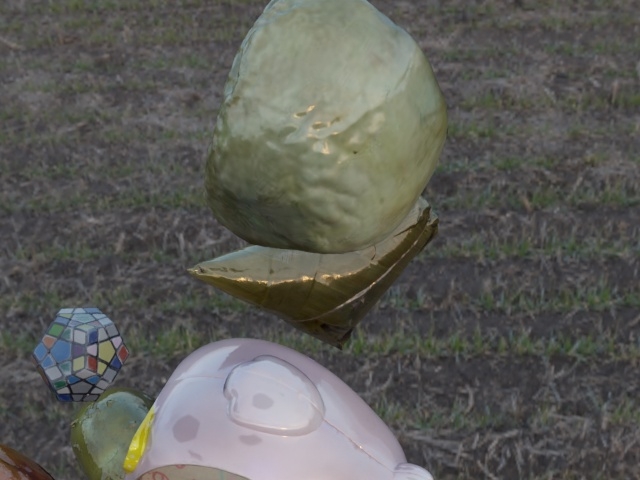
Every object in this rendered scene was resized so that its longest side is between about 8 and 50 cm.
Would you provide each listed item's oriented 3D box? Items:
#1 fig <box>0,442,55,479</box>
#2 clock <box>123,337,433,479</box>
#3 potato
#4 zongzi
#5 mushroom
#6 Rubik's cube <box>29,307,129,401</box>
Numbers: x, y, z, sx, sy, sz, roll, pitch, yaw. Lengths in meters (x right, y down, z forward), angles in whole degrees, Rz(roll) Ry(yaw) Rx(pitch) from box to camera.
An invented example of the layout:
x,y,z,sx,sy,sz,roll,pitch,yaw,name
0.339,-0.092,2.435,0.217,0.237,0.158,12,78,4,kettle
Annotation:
x,y,z,sx,sy,sz,roll,pitch,yaw,name
-0.448,0.371,1.110,0.224,0.263,0.224,-41,22,20,fig
-0.056,0.311,1.169,0.376,0.368,0.251,21,40,1,clock
-0.408,0.464,1.852,0.219,0.269,0.359,-55,31,-1,potato
0.000,0.000,1.199,0.274,0.300,0.145,-49,46,11,zongzi
-0.002,-0.066,0.720,0.189,0.267,0.164,29,62,-2,mushroom
-0.273,0.129,0.960,0.111,0.111,0.093,-9,50,-6,Rubik's cube
